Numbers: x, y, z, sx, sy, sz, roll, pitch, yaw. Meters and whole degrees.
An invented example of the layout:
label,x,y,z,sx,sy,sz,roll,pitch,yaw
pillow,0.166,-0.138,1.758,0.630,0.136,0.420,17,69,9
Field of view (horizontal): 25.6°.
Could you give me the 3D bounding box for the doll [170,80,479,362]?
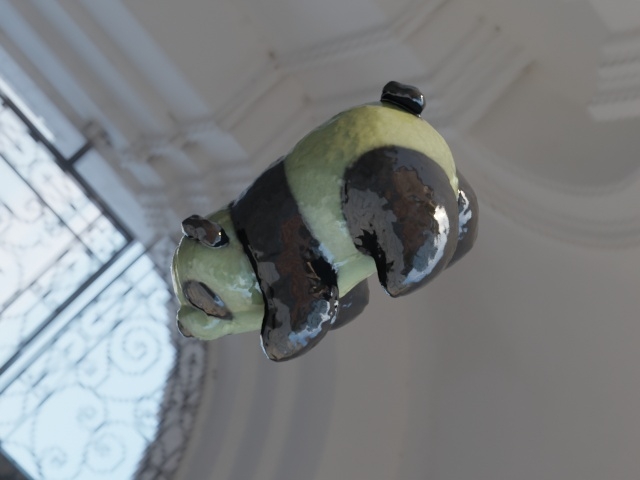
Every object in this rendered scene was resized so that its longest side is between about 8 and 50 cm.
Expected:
label,x,y,z,sx,sy,sz,roll,pitch,yaw
doll,0.002,-0.001,0.996,0.234,0.135,0.143,-34,176,14
